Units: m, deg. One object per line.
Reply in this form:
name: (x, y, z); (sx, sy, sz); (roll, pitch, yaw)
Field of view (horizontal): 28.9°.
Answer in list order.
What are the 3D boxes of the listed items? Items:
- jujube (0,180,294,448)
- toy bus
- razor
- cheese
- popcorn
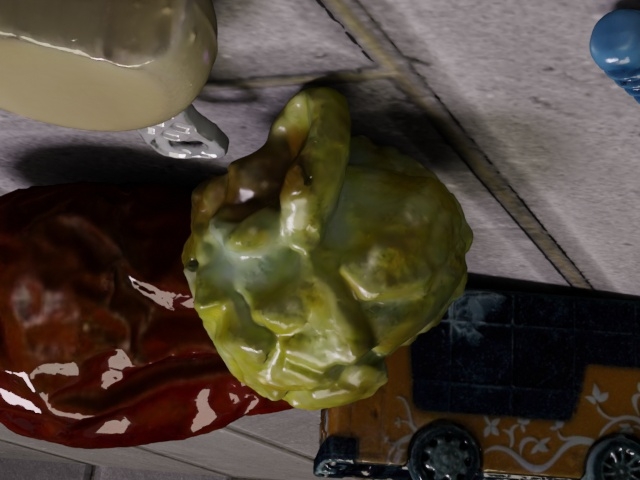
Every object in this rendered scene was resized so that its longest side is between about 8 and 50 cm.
jujube: (-0.110, 0.054, 0.959); (0.342, 0.216, 0.216); (-3, 166, -13)
toy bus: (0.161, 0.143, 1.122); (0.323, 0.194, 0.162); (5, 164, -2)
razor: (0.215, -0.060, 0.684); (0.082, 0.042, 0.253); (-4, 159, 37)
cheese: (-0.134, -0.097, 0.667); (0.163, 0.071, 0.249); (8, 164, 0)
popcorn: (0.000, 0.000, 0.792); (0.198, 0.198, 0.212); (-1, 135, 28)
